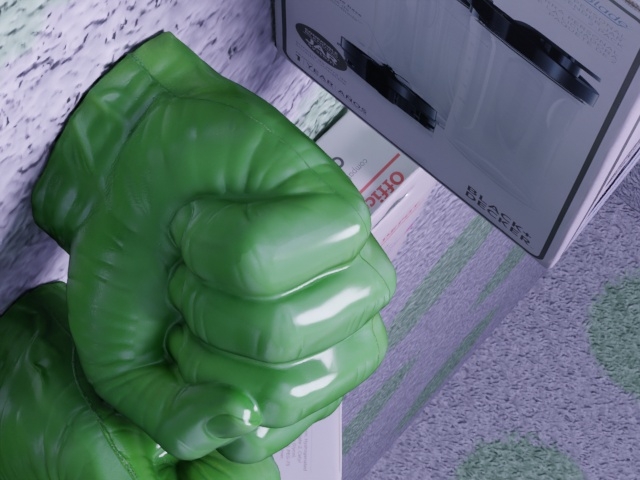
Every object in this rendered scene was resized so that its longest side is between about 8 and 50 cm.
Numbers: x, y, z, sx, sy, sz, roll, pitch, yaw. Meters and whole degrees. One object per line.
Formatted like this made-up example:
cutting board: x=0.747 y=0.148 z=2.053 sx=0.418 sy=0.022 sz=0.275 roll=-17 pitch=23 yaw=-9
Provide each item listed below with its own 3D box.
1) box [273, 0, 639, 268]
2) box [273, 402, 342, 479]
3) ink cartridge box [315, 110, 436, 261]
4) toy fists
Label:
box: x=0.068 y=-0.105 z=0.697 sx=0.087 sy=0.169 sz=0.290 roll=-49 pitch=169 yaw=-11
box: x=-0.037 y=0.106 z=1.031 sx=0.101 sy=0.087 sz=0.102 roll=109 pitch=-15 yaw=-62
ink cartridge box: x=0.000 y=0.000 z=1.075 sx=0.115 sy=0.067 sz=0.198 roll=-46 pitch=171 yaw=-28
toy fists: x=-0.067 y=0.056 z=0.749 sx=0.096 sy=0.142 sz=0.279 roll=-39 pitch=165 yaw=-49
